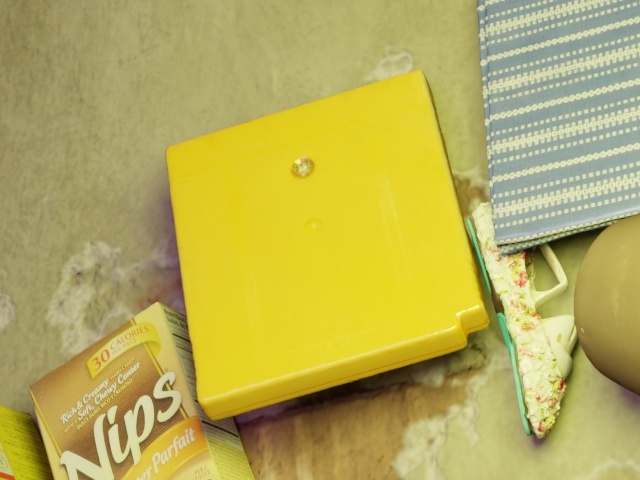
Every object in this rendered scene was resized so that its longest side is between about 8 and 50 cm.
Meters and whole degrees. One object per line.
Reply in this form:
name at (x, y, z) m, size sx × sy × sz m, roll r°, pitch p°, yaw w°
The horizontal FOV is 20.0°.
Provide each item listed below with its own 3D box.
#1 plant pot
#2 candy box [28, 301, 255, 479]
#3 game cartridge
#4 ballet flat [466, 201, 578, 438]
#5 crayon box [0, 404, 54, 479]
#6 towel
plant pot at (0.346, 0.059, 1.529) m, size 0.229 × 0.263 × 0.263 m, roll 5°, pitch 74°, yaw 53°
candy box at (-0.169, 0.245, 1.844) m, size 0.183 × 0.087 × 0.316 m, roll -33°, pitch 58°, yaw 17°
game cartridge at (0.000, 0.000, 1.785) m, size 0.285 × 0.053 × 0.324 m, roll -16°, pitch 53°, yaw 8°
ballet flat at (0.198, 0.063, 1.694) m, size 0.077 × 0.091 × 0.241 m, roll -16°, pitch 65°, yaw 7°
crayon box at (-0.329, 0.299, 1.852) m, size 0.081 × 0.202 × 0.318 m, roll -40°, pitch 55°, yaw 13°
towel at (0.269, -0.152, 1.723) m, size 0.243 × 0.040 × 0.336 m, roll -15°, pitch 54°, yaw 22°
